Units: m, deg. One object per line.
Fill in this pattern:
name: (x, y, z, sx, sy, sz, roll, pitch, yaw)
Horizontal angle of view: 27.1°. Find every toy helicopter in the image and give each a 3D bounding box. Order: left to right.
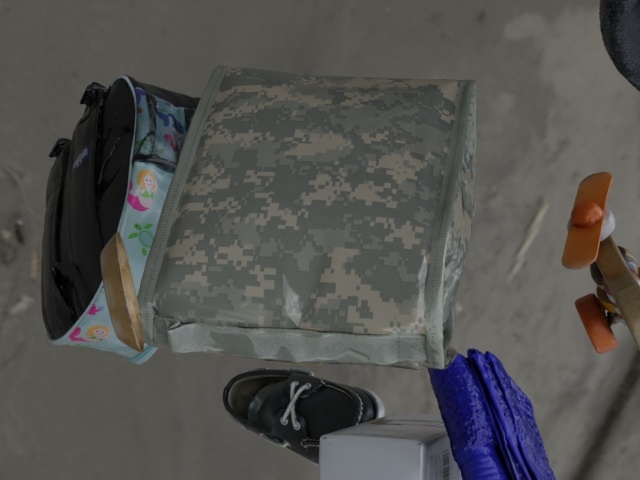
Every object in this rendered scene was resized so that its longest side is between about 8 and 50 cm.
toy helicopter: (0.383, 0.047, 1.685, 0.140, 0.355, 0.235, -24, 98, 10)

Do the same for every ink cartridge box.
ink cartridge box: (0.092, 0.302, 1.454, 0.278, 0.117, 0.201, 7, 84, -71)

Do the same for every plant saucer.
plant saucer: (-0.134, 0.036, 0.888, 0.015, 0.083, 0.083, -12, 130, -3)

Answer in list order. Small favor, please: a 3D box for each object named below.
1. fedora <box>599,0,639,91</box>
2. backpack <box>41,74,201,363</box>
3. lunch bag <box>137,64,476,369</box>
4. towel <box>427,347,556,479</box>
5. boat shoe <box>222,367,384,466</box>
fedora: (0.332, -0.216, 1.106, 0.152, 0.334, 0.334, -56, 143, -25)
backpack: (-0.183, -0.005, 1.334, 0.191, 0.253, 0.225, 22, 134, -23)
lunch bag: (0.000, 0.000, 1.065, 0.287, 0.235, 0.169, -73, 164, -48)
towel: (0.208, 0.267, 1.291, 0.076, 0.308, 0.227, -26, 145, 15)
boat shoe: (-0.031, 0.222, 1.708, 0.091, 0.302, 0.114, 31, 69, -26)
